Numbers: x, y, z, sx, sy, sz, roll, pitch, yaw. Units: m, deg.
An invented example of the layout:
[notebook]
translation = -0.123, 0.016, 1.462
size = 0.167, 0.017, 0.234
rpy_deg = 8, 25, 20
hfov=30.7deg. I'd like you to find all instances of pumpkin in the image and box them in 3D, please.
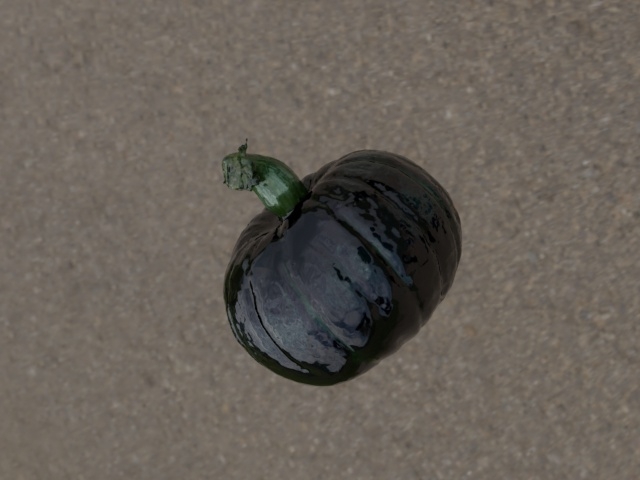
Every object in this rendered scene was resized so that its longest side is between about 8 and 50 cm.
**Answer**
[pumpkin]
translation = 0.000, 0.000, 1.116
size = 0.248, 0.248, 0.248
rpy_deg = 13, 112, 37
